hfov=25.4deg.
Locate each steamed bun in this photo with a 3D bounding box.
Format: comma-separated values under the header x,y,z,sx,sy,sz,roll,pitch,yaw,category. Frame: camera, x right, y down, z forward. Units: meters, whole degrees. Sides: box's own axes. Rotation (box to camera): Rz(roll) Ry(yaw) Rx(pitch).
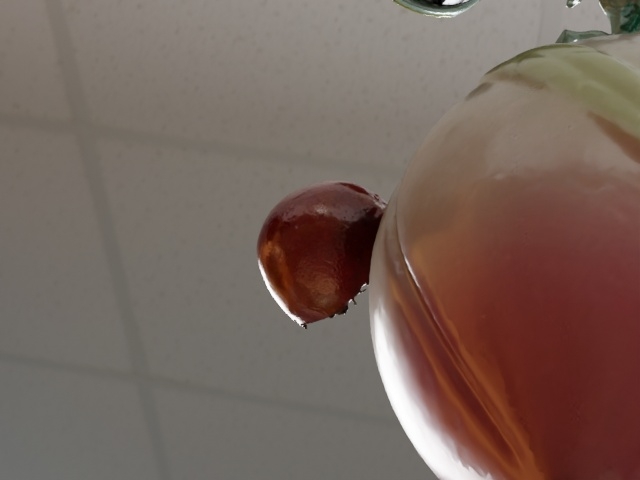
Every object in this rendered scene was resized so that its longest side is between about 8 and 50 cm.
x,y,z,sx,sy,sz,roll,pitch,yaw,category
0.159,0.050,0.768,0.309,0.309,0.309,9,-38,8,steamed bun

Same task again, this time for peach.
x,y,z,sx,sy,sz,roll,pitch,yaw,category
-0.001,0.001,0.895,0.098,0.098,0.061,-20,-46,37,peach

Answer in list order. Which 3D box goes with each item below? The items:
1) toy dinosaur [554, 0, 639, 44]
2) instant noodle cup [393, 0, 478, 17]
x,y,z,sx,sy,sz,roll,pitch,yaw,category
0.217,-0.146,0.940,0.106,0.187,0.044,22,4,-5,toy dinosaur
0.139,-0.331,1.194,0.216,0.215,0.236,34,-41,-23,instant noodle cup
